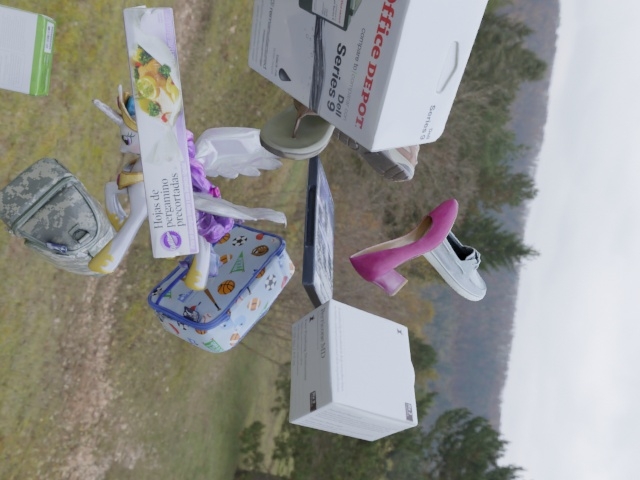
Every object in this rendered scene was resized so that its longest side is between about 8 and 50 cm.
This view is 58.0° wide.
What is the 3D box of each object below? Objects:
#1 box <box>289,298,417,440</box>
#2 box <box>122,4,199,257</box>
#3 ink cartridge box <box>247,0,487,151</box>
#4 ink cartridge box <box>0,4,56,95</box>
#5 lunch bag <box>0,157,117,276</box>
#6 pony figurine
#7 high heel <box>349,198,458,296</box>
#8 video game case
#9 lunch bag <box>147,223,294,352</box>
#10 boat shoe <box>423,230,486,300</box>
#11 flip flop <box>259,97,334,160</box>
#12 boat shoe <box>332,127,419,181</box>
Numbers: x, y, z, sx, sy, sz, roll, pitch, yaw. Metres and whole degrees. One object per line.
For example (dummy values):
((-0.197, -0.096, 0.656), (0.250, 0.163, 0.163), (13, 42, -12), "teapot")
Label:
((0.053, 0.221, 0.968), (0.119, 0.182, 0.180), (-38, -140, 40), "box")
((-0.213, -0.141, 0.777), (0.067, 0.063, 0.323), (-142, -133, -73), "box")
((0.041, -0.271, 0.726), (0.122, 0.289, 0.211), (-16, 133, -35), "ink cartridge box")
((-0.785, -0.465, 1.370), (0.097, 0.256, 0.188), (-122, -137, -74), "ink cartridge box")
((-0.651, -0.036, 1.492), (0.212, 0.256, 0.305), (-49, 174, -16), "lunch bag")
((-0.244, -0.082, 1.057), (0.302, 0.352, 0.363), (-94, -160, -54), "pony figurine")
((0.169, -0.012, 1.157), (0.244, 0.117, 0.082), (-49, -166, 0), "high heel")
((0.000, 0.000, 1.123), (0.196, 0.026, 0.274), (69, 19, -59), "video game case")
((-0.224, 0.095, 1.271), (0.303, 0.243, 0.114), (-47, 138, -31), "lunch bag")
((0.302, 0.045, 1.257), (0.227, 0.081, 0.079), (43, 36, -20), "boat shoe")
((0.001, -0.229, 0.962), (0.277, 0.112, 0.080), (-42, 152, -29), "flip flop")
((0.116, -0.269, 1.348), (0.324, 0.123, 0.116), (40, 70, -34), "boat shoe")
